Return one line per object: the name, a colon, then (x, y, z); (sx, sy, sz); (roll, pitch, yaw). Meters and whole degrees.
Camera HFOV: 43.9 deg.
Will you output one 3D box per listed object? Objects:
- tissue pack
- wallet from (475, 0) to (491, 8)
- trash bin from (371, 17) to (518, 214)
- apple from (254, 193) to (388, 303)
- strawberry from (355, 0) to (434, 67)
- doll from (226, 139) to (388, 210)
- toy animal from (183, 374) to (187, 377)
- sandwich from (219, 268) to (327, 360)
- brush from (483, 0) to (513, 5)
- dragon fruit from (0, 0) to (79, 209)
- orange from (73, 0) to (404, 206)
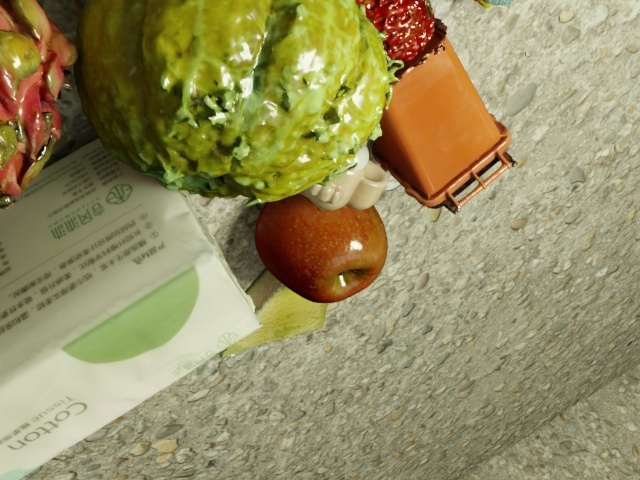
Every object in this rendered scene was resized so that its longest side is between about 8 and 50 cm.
tissue pack: (-0.283, 0.068, 0.879); (0.356, 0.266, 0.194); (-31, 140, -6)
wallet: (0.172, -0.378, 0.915); (0.141, 0.067, 0.241); (-52, 147, 16)
trash bin: (0.137, -0.168, 1.033); (0.161, 0.184, 0.239); (-39, 140, 0)
apple: (0.000, 0.000, 1.127); (0.181, 0.168, 0.181); (-22, 149, -14)
strawberry: (0.072, -0.266, 0.885); (0.086, 0.145, 0.145); (-32, 147, 10)
doll: (-0.045, -0.102, 0.975); (0.278, 0.154, 0.119); (-4, 139, -35)
toy animal: (-0.233, 0.159, 1.171); (0.124, 0.124, 0.212); (10, 132, -46)
sandwich: (-0.077, 0.101, 1.281); (0.193, 0.058, 0.162); (-16, 139, -23)
brush: (0.245, -0.371, 0.929); (0.070, 0.021, 0.196); (-13, 134, -39)
dragon fruit: (-0.345, -0.118, 0.636); (0.291, 0.250, 0.269); (-44, 123, -7)
orange: (-0.085, -0.144, 0.756); (0.301, 0.300, 0.223); (27, 70, -57)
